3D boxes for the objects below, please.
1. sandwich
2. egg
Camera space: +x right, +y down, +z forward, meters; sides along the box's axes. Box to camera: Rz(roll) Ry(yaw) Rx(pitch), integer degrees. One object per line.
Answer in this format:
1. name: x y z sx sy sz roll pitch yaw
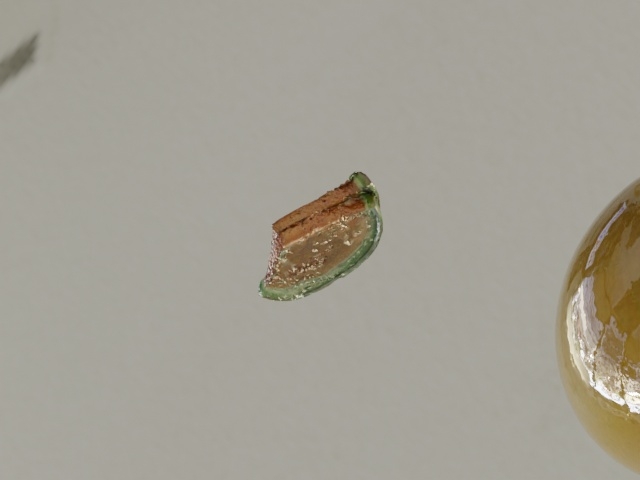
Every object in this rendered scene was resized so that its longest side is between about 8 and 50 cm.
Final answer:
1. sandwich: -0.001 0.003 1.192 0.101 0.069 0.026 -32 -128 -1
2. egg: 0.308 0.067 1.418 0.322 0.250 0.250 107 0 -62
